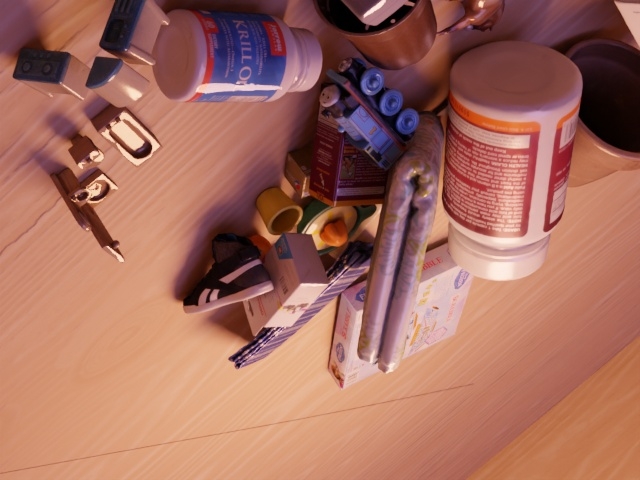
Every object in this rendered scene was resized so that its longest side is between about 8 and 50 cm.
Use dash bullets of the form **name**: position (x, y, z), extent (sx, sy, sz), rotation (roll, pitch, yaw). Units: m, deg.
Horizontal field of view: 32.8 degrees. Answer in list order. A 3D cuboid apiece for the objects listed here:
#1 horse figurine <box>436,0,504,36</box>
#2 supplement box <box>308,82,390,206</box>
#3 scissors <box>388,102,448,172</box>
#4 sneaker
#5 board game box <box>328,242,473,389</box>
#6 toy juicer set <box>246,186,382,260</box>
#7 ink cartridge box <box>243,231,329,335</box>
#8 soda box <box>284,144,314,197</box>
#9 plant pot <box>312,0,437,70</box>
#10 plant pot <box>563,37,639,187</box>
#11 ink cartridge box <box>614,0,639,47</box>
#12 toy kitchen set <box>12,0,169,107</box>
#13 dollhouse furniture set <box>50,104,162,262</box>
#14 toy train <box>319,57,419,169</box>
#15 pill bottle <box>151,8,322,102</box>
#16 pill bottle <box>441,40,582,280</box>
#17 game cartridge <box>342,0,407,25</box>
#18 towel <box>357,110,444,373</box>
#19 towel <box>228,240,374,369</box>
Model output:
- **horse figurine**: position (0.249, -0.411, 1.701), extent (0.174, 0.066, 0.263), rotation (-13, 144, -25)
- **supplement box**: position (0.052, -0.155, 1.753), extent (0.104, 0.081, 0.188), rotation (-5, 111, -33)
- **scissors**: position (0.191, -0.208, 1.951), extent (0.109, 0.021, 0.297), rotation (13, 125, -49)
- **sneaker**: position (-0.173, 0.052, 1.888), extent (0.216, 0.121, 0.079), rotation (-18, 179, 43)
- **board game box**: position (0.178, 0.160, 2.367), extent (0.318, 0.066, 0.319), rotation (-23, 148, -22)
- **toy juicer set**: position (0.000, 0.000, 1.970), extent (0.329, 0.089, 0.209), rotation (-5, 136, -42)
- **ink cartridge box**: position (-0.066, 0.079, 1.877), extent (0.061, 0.104, 0.181), rotation (2, 146, -34)
- **soda box**: position (0.032, -0.135, 1.850), extent (0.181, 0.061, 0.058), rotation (-19, 144, -26)
- **plant pot**: position (0.090, -0.335, 1.568), extent (0.167, 0.167, 0.165), rotation (-39, 157, 4)
- **plant pot**: position (0.519, -0.215, 2.079), extent (0.263, 0.263, 0.229), rotation (-19, 161, -27)
- **ink cartridge box**: position (0.691, -0.396, 1.875), extent (0.384, 0.160, 0.279), rotation (43, 68, -43)
- **toy kitchen set**: position (-0.287, -0.287, 1.341), extent (0.122, 0.166, 0.207), rotation (35, 69, -58)
- **dollhouse furniture set**: position (-0.286, -0.082, 1.547), extent (0.151, 0.123, 0.144), rotation (-38, 149, 2)
- **toy train**: position (0.072, -0.194, 1.650), extent (0.105, 0.080, 0.184), rotation (-49, 128, -1)
- **pill bottle**: position (-0.110, -0.252, 1.499), extent (0.221, 0.124, 0.124), rotation (-7, 138, -40)
- **pill bottle**: position (0.330, -0.133, 1.933), extent (0.224, 0.224, 0.392), rotation (-22, 135, -22)
- **game cartridge**: position (0.103, -0.438, 1.395), extent (0.062, 0.198, 0.297), rotation (8, 127, -49)
- **towel**: position (0.140, -0.005, 1.834), extent (0.090, 0.320, 0.375), rotation (11, 112, 1)
- **towel**: position (-0.022, 0.118, 2.094), extent (0.336, 0.040, 0.243), rotation (-42, 171, 10)
